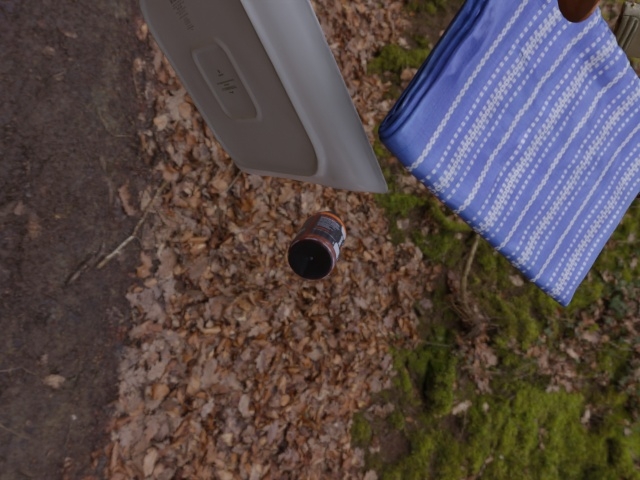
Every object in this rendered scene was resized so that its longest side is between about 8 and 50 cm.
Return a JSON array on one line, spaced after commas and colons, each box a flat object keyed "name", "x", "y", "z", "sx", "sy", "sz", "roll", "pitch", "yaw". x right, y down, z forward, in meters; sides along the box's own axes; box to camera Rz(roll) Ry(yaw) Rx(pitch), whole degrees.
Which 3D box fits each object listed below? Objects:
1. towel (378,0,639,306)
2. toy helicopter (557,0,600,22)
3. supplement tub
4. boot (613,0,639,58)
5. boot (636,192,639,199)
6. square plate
[{"name": "towel", "x": 0.231, "y": -0.103, "z": 0.460, "sx": 0.336, "sy": 0.040, "sz": 0.243, "roll": 34, "pitch": 89, "yaw": -28}, {"name": "toy helicopter", "x": 0.219, "y": -0.259, "z": 0.200, "sx": 0.140, "sy": 0.235, "sz": 0.355, "roll": -99, "pitch": 166, "yaw": -65}, {"name": "supplement tub", "x": 0.000, "y": 0.000, "z": 1.029, "sx": 0.198, "sy": 0.106, "sz": 0.106, "roll": -63, "pitch": 149, "yaw": -62}, {"name": "boot", "x": 0.815, "y": -0.539, "z": 1.066, "sx": 0.095, "sy": 0.204, "sz": 0.261, "roll": -27, "pitch": 139, "yaw": -61}, {"name": "boot", "x": 0.766, "y": -0.058, "z": 1.049, "sx": 0.088, "sy": 0.176, "sz": 0.244, "roll": -40, "pitch": -158, "yaw": 56}, {"name": "square plate", "x": -0.104, "y": -0.206, "z": 0.573, "sx": 0.049, "sy": 0.347, "sz": 0.344, "roll": -42, "pitch": 122, "yaw": -21}]
